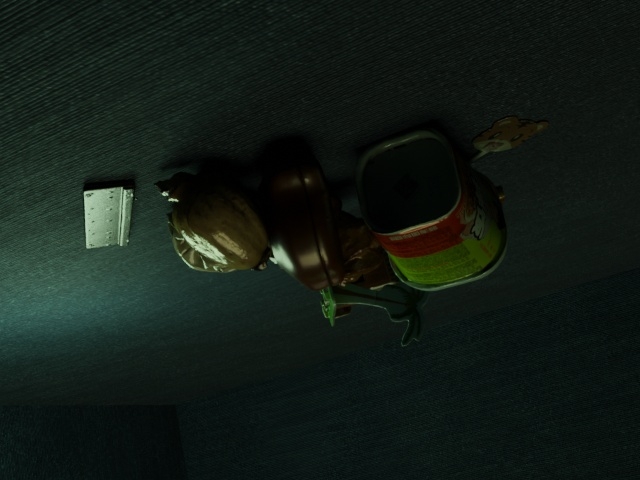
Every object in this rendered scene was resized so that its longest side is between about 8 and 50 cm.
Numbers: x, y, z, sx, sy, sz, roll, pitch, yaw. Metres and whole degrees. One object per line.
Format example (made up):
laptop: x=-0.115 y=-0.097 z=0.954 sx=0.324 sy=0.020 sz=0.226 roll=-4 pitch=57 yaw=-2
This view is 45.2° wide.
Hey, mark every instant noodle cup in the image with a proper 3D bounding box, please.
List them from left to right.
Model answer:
instant noodle cup: x=0.216 y=-0.068 z=1.569 sx=0.294 sy=0.294 sz=0.308 roll=-19 pitch=155 yaw=18

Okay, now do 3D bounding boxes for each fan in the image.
fan: x=0.366 y=-0.203 z=1.636 sx=0.152 sy=0.008 sz=0.227 roll=-1 pitch=158 yaw=-35

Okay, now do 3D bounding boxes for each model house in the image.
model house: x=0.162 y=0.121 z=1.962 sx=0.324 sy=0.340 sz=0.300 roll=-16 pitch=164 yaw=-4

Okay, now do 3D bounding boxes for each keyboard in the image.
keyboard: x=-0.418 y=-0.045 z=1.529 sx=0.101 sy=0.018 sz=0.310 roll=-6 pitch=161 yaw=-18

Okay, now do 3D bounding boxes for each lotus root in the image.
lotus root: x=-0.182 y=-0.042 z=1.433 sx=0.140 sy=0.154 sz=0.257 roll=-21 pitch=129 yaw=37

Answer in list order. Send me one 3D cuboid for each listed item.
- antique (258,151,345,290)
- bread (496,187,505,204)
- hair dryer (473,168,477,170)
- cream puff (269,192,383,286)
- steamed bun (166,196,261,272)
antique: x=-0.035 y=-0.037 z=1.460 sx=0.129 sy=0.223 sz=0.278 roll=-14 pitch=127 yaw=2
bread: x=0.418 y=-0.098 z=1.958 sx=0.094 sy=0.035 sz=0.090 roll=-14 pitch=162 yaw=4
hair dryer: x=0.346 y=-0.111 z=1.837 sx=0.100 sy=0.057 sz=0.197 roll=11 pitch=148 yaw=4
cream puff: x=0.000 y=0.000 z=1.689 sx=0.269 sy=0.241 sz=0.155 roll=-33 pitch=-164 yaw=50
steamed bun: x=-0.207 y=-0.006 z=1.599 sx=0.218 sy=0.144 sz=0.211 roll=-25 pitch=159 yaw=30
